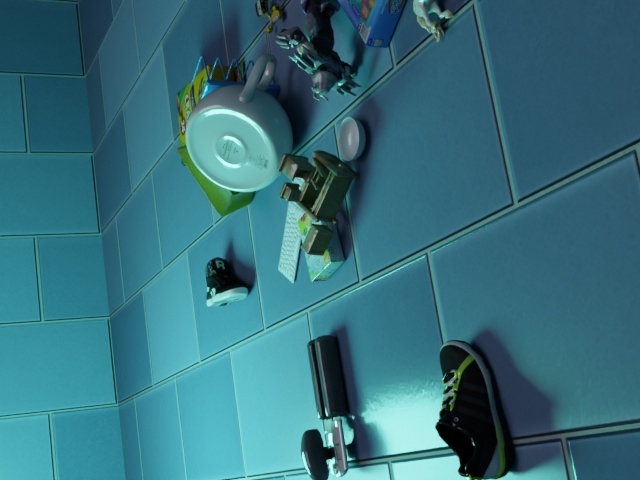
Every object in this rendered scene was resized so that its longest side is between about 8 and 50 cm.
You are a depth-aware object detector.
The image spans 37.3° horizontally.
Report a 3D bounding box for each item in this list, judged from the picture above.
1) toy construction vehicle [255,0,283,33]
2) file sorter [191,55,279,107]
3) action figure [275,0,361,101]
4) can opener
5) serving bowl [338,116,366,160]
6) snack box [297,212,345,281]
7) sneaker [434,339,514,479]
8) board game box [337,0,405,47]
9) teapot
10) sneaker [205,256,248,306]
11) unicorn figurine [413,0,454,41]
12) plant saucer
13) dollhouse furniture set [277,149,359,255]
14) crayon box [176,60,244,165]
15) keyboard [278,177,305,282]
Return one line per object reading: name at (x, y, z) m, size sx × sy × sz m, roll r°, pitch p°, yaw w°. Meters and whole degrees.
toy construction vehicle at (-0.106, -0.525, 2.118) m, size 0.086 × 0.035 × 0.098 m, roll -30°, pitch 67°, yaw 49°
file sorter at (-0.200, -0.347, 2.161) m, size 0.118 × 0.170 × 0.104 m, roll 120°, pitch 142°, yaw -47°
action figure at (-0.002, -0.376, 1.782) m, size 0.099 × 0.185 × 0.285 m, roll -17°, pitch 57°, yaw 27°
can opener at (0.000, 0.334, 1.889) m, size 0.076 × 0.095 × 0.283 m, roll -33°, pitch 62°, yaw 59°
serving bowl at (0.064, -0.192, 1.796) m, size 0.083 × 0.027 × 0.083 m, roll 12°, pitch 103°, yaw 63°
snack box at (0.000, 0.000, 1.929) m, size 0.100 × 0.037 × 0.141 m, roll 131°, pitch 131°, yaw -55°
sneaker at (0.217, 0.257, 1.441) m, size 0.084 × 0.097 × 0.234 m, roll -58°, pitch 42°, yaw 48°
board game box at (0.104, -0.472, 1.671) m, size 0.210 × 0.047 × 0.160 m, roll 112°, pitch 146°, yaw -41°
teapot at (-0.160, -0.247, 2.072) m, size 0.256 × 0.187 × 0.252 m, roll -17°, pitch 117°, yaw 33°
sneaker at (-0.248, 0.097, 2.390) m, size 0.217 × 0.079 × 0.121 m, roll 155°, pitch 108°, yaw -63°
unicorn figurine at (0.177, -0.410, 1.515) m, size 0.111 × 0.060 × 0.162 m, roll 58°, pitch 141°, yaw 45°
plant saucer at (-0.232, -0.159, 2.214) m, size 0.045 × 0.188 × 0.188 m, roll -33°, pitch 91°, yaw 21°
dollhouse furniture set at (-0.046, -0.079, 1.823) m, size 0.101 × 0.161 × 0.182 m, roll 44°, pitch 118°, yaw 43°
crayon box at (-0.280, -0.322, 2.425) m, size 0.318 × 0.081 × 0.202 m, roll -20°, pitch 73°, yaw 62°
keyboard at (-0.056, -0.035, 2.068) m, size 0.072 × 0.014 × 0.256 m, roll 45°, pitch 132°, yaw 54°
